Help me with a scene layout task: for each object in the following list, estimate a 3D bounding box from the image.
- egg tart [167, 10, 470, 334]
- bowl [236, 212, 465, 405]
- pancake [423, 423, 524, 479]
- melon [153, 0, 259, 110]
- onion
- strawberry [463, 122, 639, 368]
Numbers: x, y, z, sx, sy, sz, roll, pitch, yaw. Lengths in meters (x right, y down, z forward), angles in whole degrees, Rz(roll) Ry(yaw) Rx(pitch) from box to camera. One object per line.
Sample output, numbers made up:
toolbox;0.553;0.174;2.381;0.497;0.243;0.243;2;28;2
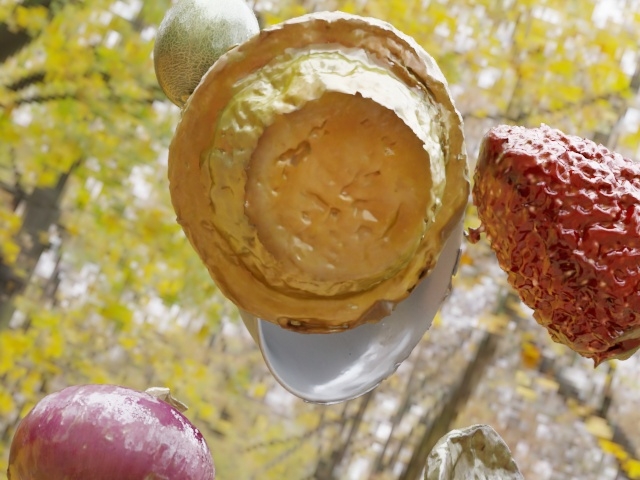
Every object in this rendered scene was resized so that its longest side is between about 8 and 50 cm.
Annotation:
egg tart;0.005;-0.051;1.351;0.288;0.288;0.118;29;8;-17
bowl;0.000;0.000;1.777;0.157;0.346;0.345;23;-17;38
pancake;0.199;0.337;1.871;0.050;0.242;0.242;-29;-51;35
melon;-0.147;-0.240;2.019;0.139;0.192;0.139;11;-32;7
onion;-0.173;0.191;1.307;0.177;0.154;0.177;9;-9;2
strawberry;0.341;0.002;2.129;0.343;0.292;0.292;34;-18;15
